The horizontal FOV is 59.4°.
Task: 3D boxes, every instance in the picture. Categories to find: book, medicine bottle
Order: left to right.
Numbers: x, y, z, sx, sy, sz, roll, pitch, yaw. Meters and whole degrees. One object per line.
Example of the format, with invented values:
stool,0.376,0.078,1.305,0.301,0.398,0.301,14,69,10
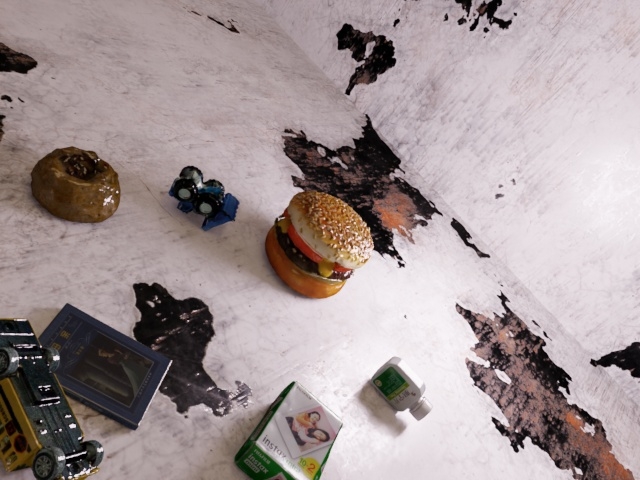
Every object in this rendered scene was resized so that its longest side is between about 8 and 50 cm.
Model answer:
book,-0.471,0.265,1.199,0.269,0.025,0.191,33,32,-11
medicine bottle,0.243,0.437,1.642,0.183,0.119,0.069,47,29,7

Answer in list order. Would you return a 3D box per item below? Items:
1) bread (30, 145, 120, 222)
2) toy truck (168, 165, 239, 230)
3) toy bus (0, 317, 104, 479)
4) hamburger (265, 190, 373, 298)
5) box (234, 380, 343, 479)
bread,-0.631,-0.152,1.464,0.230,0.123,0.230,26,37,-22
toy truck,-0.356,-0.118,1.705,0.208,0.126,0.113,32,31,-19
toy bus,-0.524,0.294,1.002,0.335,0.123,0.121,54,9,19
hamburger,0.000,0.000,1.809,0.330,0.250,0.330,28,34,-21
box,-0.067,0.466,1.298,0.180,0.103,0.250,40,31,1
